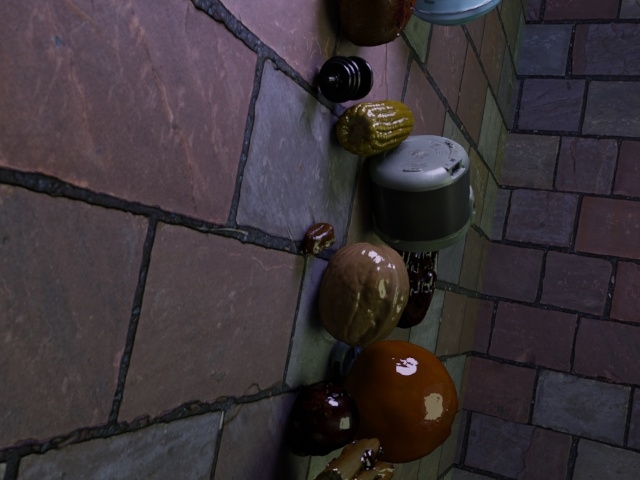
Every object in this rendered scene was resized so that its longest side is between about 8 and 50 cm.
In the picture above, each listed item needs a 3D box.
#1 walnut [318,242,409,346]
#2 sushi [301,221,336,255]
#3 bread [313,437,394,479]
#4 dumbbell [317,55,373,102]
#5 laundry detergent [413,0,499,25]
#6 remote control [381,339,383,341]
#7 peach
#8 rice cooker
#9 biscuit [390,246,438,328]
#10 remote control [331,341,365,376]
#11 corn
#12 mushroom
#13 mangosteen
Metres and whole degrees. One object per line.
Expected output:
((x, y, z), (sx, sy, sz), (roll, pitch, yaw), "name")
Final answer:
((0.102, 0.132, 1.478), (0.225, 0.225, 0.261), (-3, 113, -65), "walnut")
((-0.003, -0.001, 1.391), (0.118, 0.061, 0.060), (-25, 131, -38), "sushi")
((0.005, 0.622, 1.297), (0.370, 0.191, 0.314), (-28, 156, -49), "bread")
((0.056, -0.352, 1.344), (0.208, 0.099, 0.099), (-31, 125, -61), "dumbbell")
((0.349, -0.749, 1.623), (0.287, 0.287, 0.305), (-65, 151, -32), "laundry detergent")
((0.180, 0.214, 1.869), (0.097, 0.045, 0.256), (-56, 148, -42), "remote control")
((0.208, 0.434, 1.637), (0.343, 0.301, 0.343), (-57, 167, -21), "peach")
((0.277, -0.125, 1.690), (0.288, 0.288, 0.277), (-54, 143, -45), "rice cooker")
((0.322, 0.099, 2.086), (0.407, 0.091, 0.408), (-34, 128, -57), "biscuit")
((0.091, 0.282, 1.693), (0.244, 0.047, 0.087), (-45, 140, -53), "remote control")
((0.149, -0.288, 1.537), (0.344, 0.131, 0.131), (-34, 128, -61), "corn")
((0.137, -0.575, 1.370), (0.297, 0.163, 0.278), (-62, 150, -33), "mushroom")
((0.004, 0.423, 1.425), (0.184, 0.172, 0.172), (-58, 153, -3), "mangosteen")
